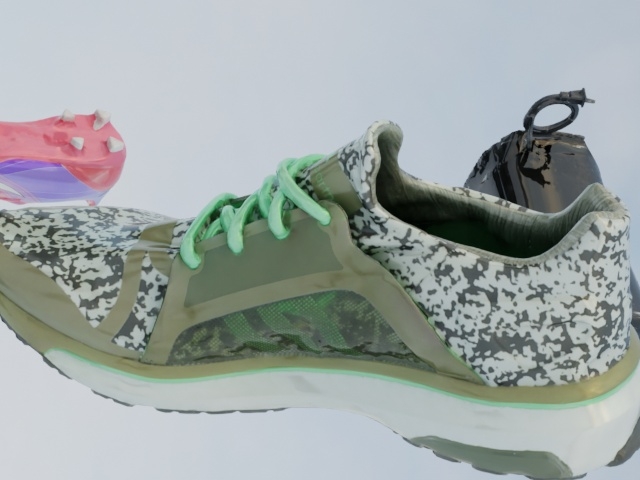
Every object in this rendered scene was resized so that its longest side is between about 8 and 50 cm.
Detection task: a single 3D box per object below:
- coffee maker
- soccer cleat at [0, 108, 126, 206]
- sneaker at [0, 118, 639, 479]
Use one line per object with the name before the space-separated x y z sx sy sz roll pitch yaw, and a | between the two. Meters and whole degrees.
coffee maker | 0.174 0.012 1.373 0.171 0.120 0.178 80 -3 -50
soccer cleat | -0.283 -0.067 1.526 0.095 0.248 0.083 -64 -141 37
sneaker | 0.000 0.000 1.045 0.410 0.158 0.182 9 -58 8
